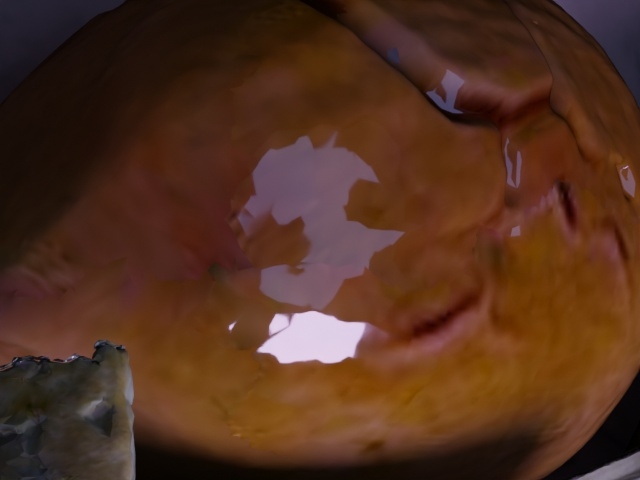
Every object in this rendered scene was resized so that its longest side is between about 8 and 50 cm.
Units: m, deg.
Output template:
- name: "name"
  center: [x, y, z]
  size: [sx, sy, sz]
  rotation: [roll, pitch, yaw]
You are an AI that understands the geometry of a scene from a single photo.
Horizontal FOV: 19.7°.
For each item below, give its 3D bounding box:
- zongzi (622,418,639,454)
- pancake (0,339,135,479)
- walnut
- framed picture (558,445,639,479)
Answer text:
- name: "zongzi"
  center: [0.199, -0.004, 0.849]
  size: [0.361, 0.160, 0.323]
  rotation: [-22, 81, -12]
- name: "pancake"
  center: [-0.172, 0.066, 0.455]
  size: [0.037, 0.254, 0.253]
  rotation: [73, 35, -63]
- name: "walnut"
  center: [0.000, 0.000, 0.601]
  size: [0.298, 0.203, 0.203]
  rotation: [-12, 94, -52]
- name: "framed picture"
  center: [0.070, 0.184, 0.681]
  size: [0.273, 0.016, 0.216]
  rotation: [-15, 122, -45]
